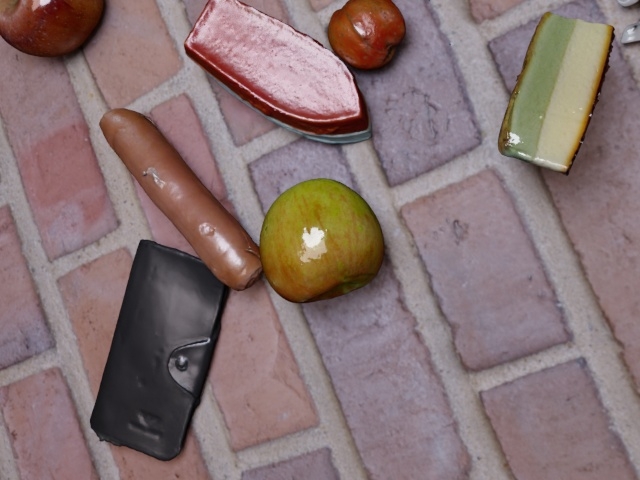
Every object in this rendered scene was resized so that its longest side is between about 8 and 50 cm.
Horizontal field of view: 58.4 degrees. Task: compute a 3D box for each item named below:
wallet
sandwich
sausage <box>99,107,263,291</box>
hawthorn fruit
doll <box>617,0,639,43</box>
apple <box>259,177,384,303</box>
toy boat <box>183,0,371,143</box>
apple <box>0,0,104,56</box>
[{"bbox_3d":[-0.288,0.199,1.025,0.197,0.051,0.378,18,94,13],"label":"wallet"},{"bbox_3d":[0.315,-0.169,0.807,0.108,0.186,0.220,18,76,15],"label":"sandwich"},{"bbox_3d":[-0.242,-0.084,0.987,0.094,0.094,0.419,-37,73,-15],"label":"sausage"},{"bbox_3d":[0.076,-0.334,0.915,0.128,0.128,0.128,0,88,15],"label":"hawthorn fruit"},{"bbox_3d":[0.502,-0.407,0.820,0.183,0.085,0.217,-10,95,15],"label":"doll"},{"bbox_3d":[0.000,0.000,0.882,0.196,0.196,0.196,0,88,15],"label":"apple"},{"bbox_3d":[-0.055,-0.265,0.946,0.331,0.133,0.145,32,91,3],"label":"toy boat"},{"bbox_3d":[-0.496,-0.436,1.049,0.201,0.162,0.201,2,95,25],"label":"apple"}]
